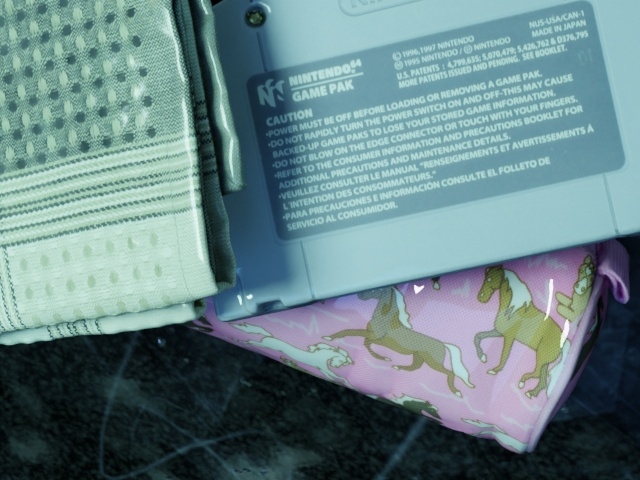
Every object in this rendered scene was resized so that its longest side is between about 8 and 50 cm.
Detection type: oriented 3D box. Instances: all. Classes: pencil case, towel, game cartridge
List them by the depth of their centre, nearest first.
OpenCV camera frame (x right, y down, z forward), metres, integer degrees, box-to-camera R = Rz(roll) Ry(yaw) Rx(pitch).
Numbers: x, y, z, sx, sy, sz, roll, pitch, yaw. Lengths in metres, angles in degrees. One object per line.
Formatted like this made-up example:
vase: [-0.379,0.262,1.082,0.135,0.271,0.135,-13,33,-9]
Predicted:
game cartridge: [0.065,-0.078,0.956,0.297,0.062,0.198,-12,83,9]
towel: [-0.185,-0.093,0.998,0.324,0.056,0.312,-10,86,36]
pencil case: [0.000,0.000,1.070,0.386,0.160,0.167,22,162,8]
